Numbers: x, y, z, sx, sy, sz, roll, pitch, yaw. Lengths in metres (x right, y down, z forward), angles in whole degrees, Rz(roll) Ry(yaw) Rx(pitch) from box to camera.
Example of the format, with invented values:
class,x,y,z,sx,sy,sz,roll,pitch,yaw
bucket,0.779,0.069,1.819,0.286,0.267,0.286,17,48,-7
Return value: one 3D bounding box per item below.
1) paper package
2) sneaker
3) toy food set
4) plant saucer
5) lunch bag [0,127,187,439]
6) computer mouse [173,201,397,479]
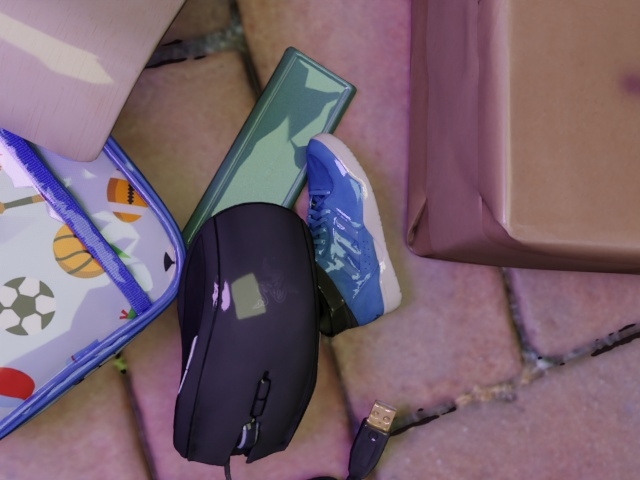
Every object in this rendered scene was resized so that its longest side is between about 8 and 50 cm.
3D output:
class,x,y,z,sx,sy,sz,roll,pitch,yaw
paper package,0.247,-0.128,0.632,0.325,0.168,0.309,3,84,-15
sneaker,0.000,0.000,0.606,0.085,0.058,0.152,-24,106,-22
toy food set,-0.183,-0.189,0.489,0.220,0.092,0.306,27,41,-13
plant saucer,-0.040,-0.059,0.626,0.067,0.018,0.192,30,80,-11
lunch bag,-0.245,-0.031,0.520,0.243,0.115,0.303,-38,98,-17
computer mouse,-0.016,0.109,0.550,0.184,0.060,0.262,6,106,-25
